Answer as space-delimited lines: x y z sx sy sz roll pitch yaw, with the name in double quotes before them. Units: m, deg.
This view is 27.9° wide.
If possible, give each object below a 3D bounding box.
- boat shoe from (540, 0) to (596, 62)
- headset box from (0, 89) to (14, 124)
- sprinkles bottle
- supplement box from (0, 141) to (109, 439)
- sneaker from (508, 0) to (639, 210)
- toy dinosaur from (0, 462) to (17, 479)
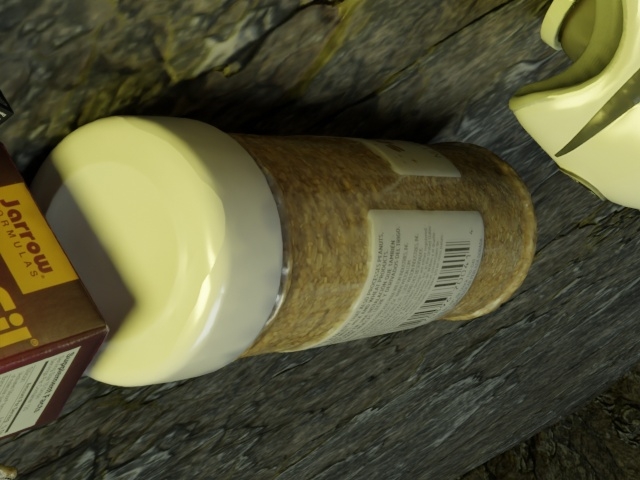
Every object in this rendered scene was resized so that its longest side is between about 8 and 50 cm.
"boat shoe" 0.274 -0.178 0.762 0.305 0.091 0.109 -30 163 -9
"headset box" -0.163 -0.040 0.461 0.083 0.032 0.062 -35 162 8
"sprinkles bottle" 0.000 0.000 0.708 0.121 0.121 0.355 -42 161 26
"supplement box" -0.193 0.040 0.501 0.188 0.104 0.081 -19 157 -40
"sneaker" 0.213 -0.170 0.646 0.331 0.146 0.122 -60 -174 9
"toy dinosaur" -0.295 0.196 0.867 0.183 0.053 0.093 -27 148 -43
